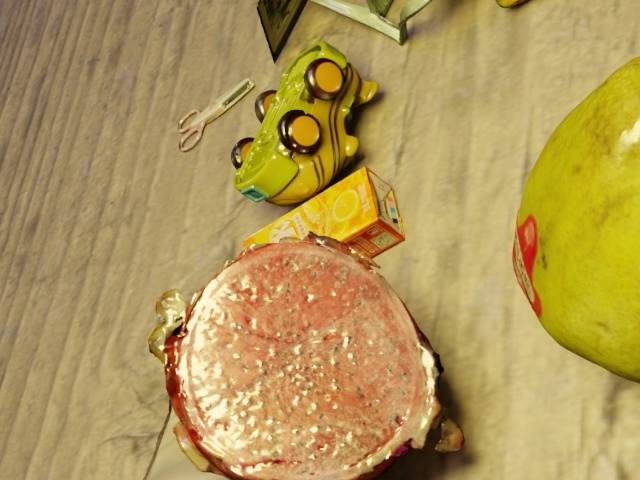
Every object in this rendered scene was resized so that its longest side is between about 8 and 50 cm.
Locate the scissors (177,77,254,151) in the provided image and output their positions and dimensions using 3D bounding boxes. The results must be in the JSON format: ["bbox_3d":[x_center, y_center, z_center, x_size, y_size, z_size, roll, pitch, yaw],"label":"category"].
[{"bbox_3d":[-0.180,-0.220,1.677,0.176,0.022,0.085,-33,44,26],"label":"scissors"}]

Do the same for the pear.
[{"bbox_3d":[0.322,-0.028,0.894,0.287,0.375,0.287,-3,49,3],"label":"pear"}]

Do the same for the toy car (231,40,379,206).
[{"bbox_3d":[-0.015,-0.151,1.402,0.200,0.142,0.248,-9,54,65],"label":"toy car"}]

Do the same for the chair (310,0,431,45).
[{"bbox_3d":[0.099,-0.420,1.442,0.274,0.190,0.203,28,86,18],"label":"chair"}]

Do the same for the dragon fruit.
[{"bbox_3d":[-0.026,0.176,1.150,0.296,0.263,0.314,-33,79,-16],"label":"dragon fruit"}]

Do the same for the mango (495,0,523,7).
[{"bbox_3d":[0.312,-0.372,1.301,0.190,0.075,0.098,-24,46,38],"label":"mango"}]

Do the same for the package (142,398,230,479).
[{"bbox_3d":[-0.148,0.271,1.335,0.204,0.062,0.251,-26,38,28],"label":"package"}]

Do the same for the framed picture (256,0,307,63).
[{"bbox_3d":[-0.047,-0.401,1.563,0.010,0.199,0.195,24,78,12],"label":"framed picture"}]

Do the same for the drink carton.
[{"bbox_3d":[0.000,0.000,1.351,0.223,0.071,0.096,-29,50,25],"label":"drink carton"}]
